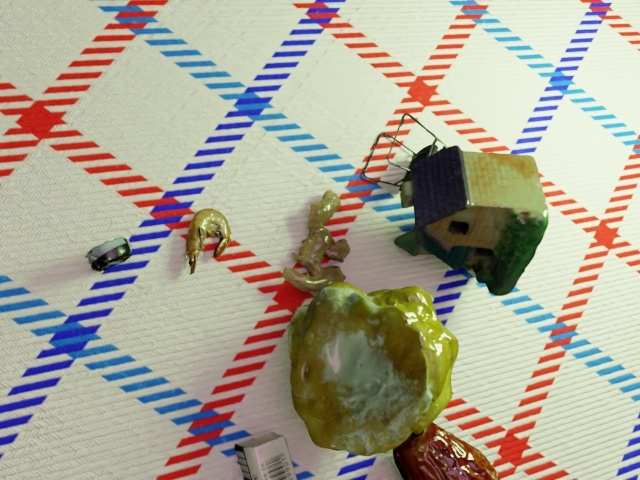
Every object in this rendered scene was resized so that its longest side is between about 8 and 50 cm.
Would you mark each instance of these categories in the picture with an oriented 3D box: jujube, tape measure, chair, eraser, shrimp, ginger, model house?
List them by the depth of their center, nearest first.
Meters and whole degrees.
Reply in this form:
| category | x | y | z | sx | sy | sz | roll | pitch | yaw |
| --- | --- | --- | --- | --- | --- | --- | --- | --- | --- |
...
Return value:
| category | x | y | z | sx | sy | sz | roll | pitch | yaw |
| --- | --- | --- | --- | --- | --- | --- | --- | --- | --- |
| eraser | -0.083 | 0.541 | 1.230 | 0.086 | 0.130 | 0.287 | -14 | 81 | -25 |
| tape measure | -0.431 | 0.029 | 1.244 | 0.091 | 0.094 | 0.054 | -26 | 89 | -21 |
| jujube | 0.285 | 0.528 | 1.322 | 0.197 | 0.197 | 0.290 | -41 | 93 | -22 |
| shrimp | -0.251 | 0.006 | 1.348 | 0.095 | 0.045 | 0.162 | 24 | 65 | -34 |
| model house | 0.314 | -0.042 | 1.379 | 0.280 | 0.312 | 0.245 | 5 | 52 | -2 |
| ginger | 0.012 | 0.009 | 1.421 | 0.149 | 0.065 | 0.258 | 30 | 64 | -24 |
| chair | 0.246 | -0.185 | 1.503 | 0.221 | 0.140 | 0.145 | 27 | 71 | -14 |

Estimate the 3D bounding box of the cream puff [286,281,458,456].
| category | x | y | z | sx | sy | sz | roll | pitch | yaw |
| --- | --- | --- | --- | --- | --- | --- | --- | --- | --- |
| cream puff | 0.109 | 0.248 | 1.279 | 0.379 | 0.275 | 0.377 | -4 | 78 | 19 |

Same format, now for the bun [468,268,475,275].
| category | x | y | z | sx | sy | sz | roll | pitch | yaw |
| --- | --- | --- | --- | --- | --- | --- | --- | --- | --- |
| bun | 0.399 | 0.058 | 1.537 | 0.086 | 0.054 | 0.086 | -5 | 46 | 6 |
